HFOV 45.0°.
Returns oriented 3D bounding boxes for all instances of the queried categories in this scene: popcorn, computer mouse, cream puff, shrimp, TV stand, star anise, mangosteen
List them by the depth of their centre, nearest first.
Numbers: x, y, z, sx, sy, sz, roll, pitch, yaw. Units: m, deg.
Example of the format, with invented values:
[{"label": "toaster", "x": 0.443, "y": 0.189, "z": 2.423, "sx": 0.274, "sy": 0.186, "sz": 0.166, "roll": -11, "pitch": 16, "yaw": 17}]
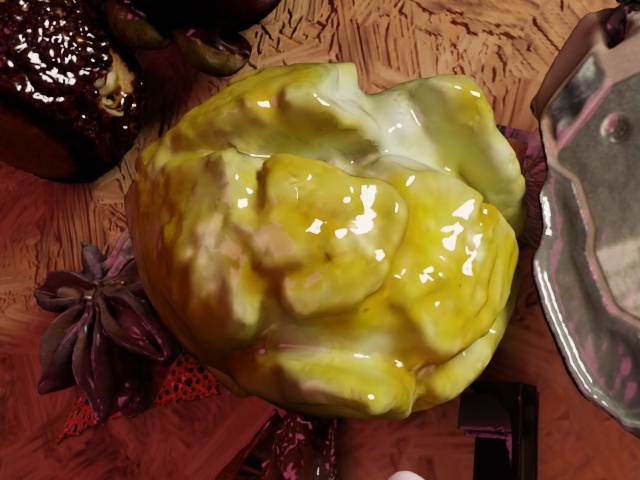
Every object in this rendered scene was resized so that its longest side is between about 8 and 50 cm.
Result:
[{"label": "computer mouse", "x": 0.232, "y": -0.028, "z": 0.474, "sx": 0.199, "sy": 0.115, "sz": 0.389, "roll": -20, "pitch": 63, "yaw": 27}, {"label": "TV stand", "x": 0.114, "y": 0.224, "z": 0.513, "sx": 0.049, "sy": 0.040, "sz": 0.256, "roll": -3, "pitch": 74, "yaw": 31}, {"label": "popcorn", "x": -0.005, "y": 0.004, "z": 0.524, "sx": 0.276, "sy": 0.276, "sz": 0.225, "roll": 12, "pitch": 66, "yaw": 34}, {"label": "shrimp", "x": -0.045, "y": 0.217, "z": 0.606, "sx": 0.145, "sy": 0.061, "sz": 0.267, "roll": 13, "pitch": 85, "yaw": 43}, {"label": "mangosteen", "x": -0.117, "y": -0.272, "z": 0.713, "sx": 0.210, "sy": 0.210, "sz": 0.210, "roll": -9, "pitch": 71, "yaw": 29}, {"label": "star anise", "x": -0.190, "y": 0.072, "z": 0.720, "sx": 0.212, "sy": 0.073, "sz": 0.197, "roll": -18, "pitch": 58, "yaw": 26}, {"label": "cream puff", "x": -0.284, "y": -0.165, "z": 0.760, "sx": 0.239, "sy": 0.239, "sz": 0.165, "roll": 9, "pitch": 65, "yaw": 33}]

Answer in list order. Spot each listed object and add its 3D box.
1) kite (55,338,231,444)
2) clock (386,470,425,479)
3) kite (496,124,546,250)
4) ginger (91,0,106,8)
[{"label": "kite", "x": -0.183, "y": 0.115, "z": 0.751, "sx": 0.222, "sy": 0.008, "sz": 0.125, "roll": -21, "pitch": 63, "yaw": 25}, {"label": "clock", "x": 0.113, "y": 0.302, "z": 0.318, "sx": 0.377, "sy": 0.250, "sz": 0.368, "roll": 29, "pitch": 76, "yaw": 26}, {"label": "kite", "x": 0.158, "y": -0.053, "z": 0.587, "sx": 0.229, "sy": 0.016, "sz": 0.127, "roll": 26, "pitch": 87, "yaw": 31}, {"label": "ginger", "x": -0.301, "y": -0.347, "z": 0.867, "sx": 0.126, "sy": 0.190, "sz": 0.354, "roll": -19, "pitch": 41, "yaw": -18}]
